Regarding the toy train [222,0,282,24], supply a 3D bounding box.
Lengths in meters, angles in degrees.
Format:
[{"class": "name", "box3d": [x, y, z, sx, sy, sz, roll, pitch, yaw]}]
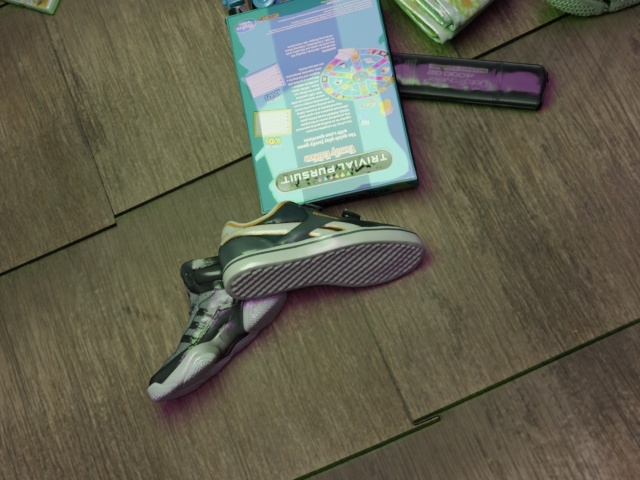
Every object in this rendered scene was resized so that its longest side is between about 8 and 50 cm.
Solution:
[{"class": "toy train", "box3d": [-0.130, -0.450, 1.344, 0.105, 0.080, 0.184, -16, 77, 14]}]

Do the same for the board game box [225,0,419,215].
[{"class": "board game box", "box3d": [0.003, -0.228, 1.240, 0.253, 0.079, 0.336, -12, 84, 10]}]

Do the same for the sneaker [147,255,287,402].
[{"class": "sneaker", "box3d": [-0.193, 0.125, 1.209, 0.268, 0.101, 0.153, -41, 74, -9]}]

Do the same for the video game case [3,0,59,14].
[{"class": "video game case", "box3d": [-0.561, -0.560, 1.456, 0.206, 0.026, 0.227, 18, 79, 12]}]

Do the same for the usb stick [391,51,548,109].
[{"class": "usb stick", "box3d": [0.236, -0.266, 1.263, 0.278, 0.045, 0.077, 7, 86, 10]}]

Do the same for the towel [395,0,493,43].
[{"class": "towel", "box3d": [0.218, -0.549, 1.268, 0.374, 0.090, 0.320, -44, 88, -13]}]

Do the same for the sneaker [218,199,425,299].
[{"class": "sneaker", "box3d": [0.000, 0.000, 1.176, 0.321, 0.126, 0.127, -5, 50, -17]}]

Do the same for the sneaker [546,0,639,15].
[{"class": "sneaker", "box3d": [0.516, -0.507, 1.235, 0.365, 0.137, 0.210, -15, 75, -1]}]
